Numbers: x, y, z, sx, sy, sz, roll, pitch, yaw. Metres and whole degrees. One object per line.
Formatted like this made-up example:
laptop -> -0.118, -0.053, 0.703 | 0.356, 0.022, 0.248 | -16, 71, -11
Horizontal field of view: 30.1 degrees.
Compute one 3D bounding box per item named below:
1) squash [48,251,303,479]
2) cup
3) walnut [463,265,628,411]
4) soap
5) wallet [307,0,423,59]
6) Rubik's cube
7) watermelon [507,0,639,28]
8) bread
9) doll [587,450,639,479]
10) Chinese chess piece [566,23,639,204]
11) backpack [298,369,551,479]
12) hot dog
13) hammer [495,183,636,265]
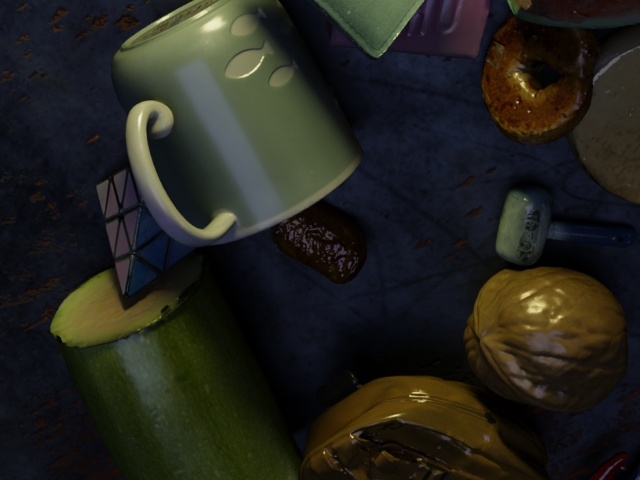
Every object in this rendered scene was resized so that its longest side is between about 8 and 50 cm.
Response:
squash -> -0.213, 0.235, 1.777 | 0.263, 0.263, 0.384 | -17, 111, 17
cup -> -0.139, -0.150, 1.522 | 0.259, 0.356, 0.274 | -16, 111, 33
walnut -> 0.312, 0.135, 1.655 | 0.228, 0.228, 0.228 | 4, 117, 8
soap -> 0.112, -0.304, 1.531 | 0.203, 0.065, 0.122 | 4, 121, -8
wallet -> 0.060, -0.398, 1.432 | 0.251, 0.290, 0.054 | 40, 158, -13
Rubik's cube -> -0.240, -0.037, 1.660 | 0.211, 0.190, 0.178 | 9, 145, 2
watermelon -> 0.278, -0.411, 1.405 | 0.319, 0.292, 0.222 | 14, 146, -44
bread -> 0.283, -0.214, 1.528 | 0.064, 0.193, 0.193 | 0, 127, -39
doll -> 0.474, 0.415, 1.820 | 0.188, 0.099, 0.384 | 43, 106, -12
Chinese chess piece -> 0.446, -0.167, 1.551 | 0.251, 0.097, 0.250 | 4, 118, 8
backpack -> 0.156, 0.332, 1.778 | 0.353, 0.201, 0.378 | -37, 123, 24
hot dog -> -0.001, 0.002, 1.732 | 0.147, 0.065, 0.099 | 29, 118, 8
hammer -> 0.348, -0.016, 1.667 | 0.194, 0.069, 0.116 | 6, 117, -2
